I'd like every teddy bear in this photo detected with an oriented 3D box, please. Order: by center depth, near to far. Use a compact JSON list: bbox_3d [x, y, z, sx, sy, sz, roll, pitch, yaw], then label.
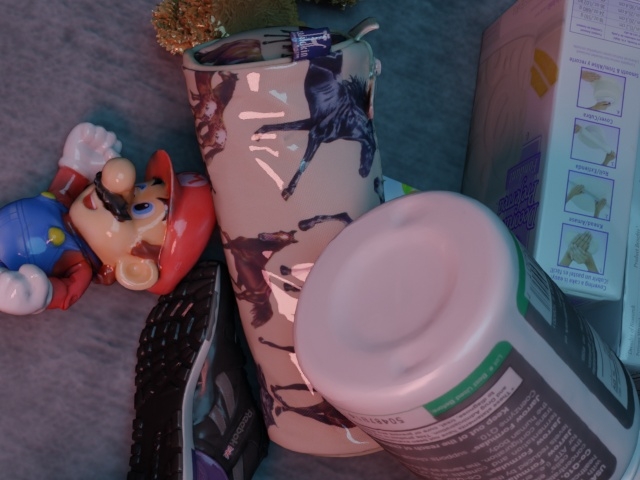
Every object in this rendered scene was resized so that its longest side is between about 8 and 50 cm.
[{"bbox_3d":[-0.068,-0.314,1.485,0.245,0.113,0.338,-1,72,-22],"label":"teddy bear"}]

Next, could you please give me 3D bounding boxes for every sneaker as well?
[{"bbox_3d":[-0.108,0.164,1.390,0.124,0.107,0.283,24,65,-38],"label":"sneaker"}]

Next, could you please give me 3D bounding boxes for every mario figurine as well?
[{"bbox_3d":[-0.253,-0.024,1.337,0.320,0.170,0.198,-12,79,-14],"label":"mario figurine"}]

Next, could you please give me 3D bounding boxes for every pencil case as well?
[{"bbox_3d":[0.000,0.000,1.343,0.183,0.160,0.410,-10,103,9],"label":"pencil case"}]

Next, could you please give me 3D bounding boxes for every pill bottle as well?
[{"bbox_3d":[0.152,0.132,1.244,0.361,0.204,0.204,45,68,-41],"label":"pill bottle"}]

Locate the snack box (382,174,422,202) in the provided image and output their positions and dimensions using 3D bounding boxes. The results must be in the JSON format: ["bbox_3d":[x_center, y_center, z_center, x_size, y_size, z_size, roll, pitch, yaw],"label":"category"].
[{"bbox_3d":[0.045,0.002,1.474,0.100,0.037,0.141,22,76,-10],"label":"snack box"}]

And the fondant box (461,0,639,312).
[{"bbox_3d":[0.226,-0.088,1.433,0.096,0.238,0.330,11,77,-12],"label":"fondant box"}]

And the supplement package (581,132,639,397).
[{"bbox_3d":[0.328,0.018,1.456,0.145,0.204,0.262,11,77,-14],"label":"supplement package"}]
